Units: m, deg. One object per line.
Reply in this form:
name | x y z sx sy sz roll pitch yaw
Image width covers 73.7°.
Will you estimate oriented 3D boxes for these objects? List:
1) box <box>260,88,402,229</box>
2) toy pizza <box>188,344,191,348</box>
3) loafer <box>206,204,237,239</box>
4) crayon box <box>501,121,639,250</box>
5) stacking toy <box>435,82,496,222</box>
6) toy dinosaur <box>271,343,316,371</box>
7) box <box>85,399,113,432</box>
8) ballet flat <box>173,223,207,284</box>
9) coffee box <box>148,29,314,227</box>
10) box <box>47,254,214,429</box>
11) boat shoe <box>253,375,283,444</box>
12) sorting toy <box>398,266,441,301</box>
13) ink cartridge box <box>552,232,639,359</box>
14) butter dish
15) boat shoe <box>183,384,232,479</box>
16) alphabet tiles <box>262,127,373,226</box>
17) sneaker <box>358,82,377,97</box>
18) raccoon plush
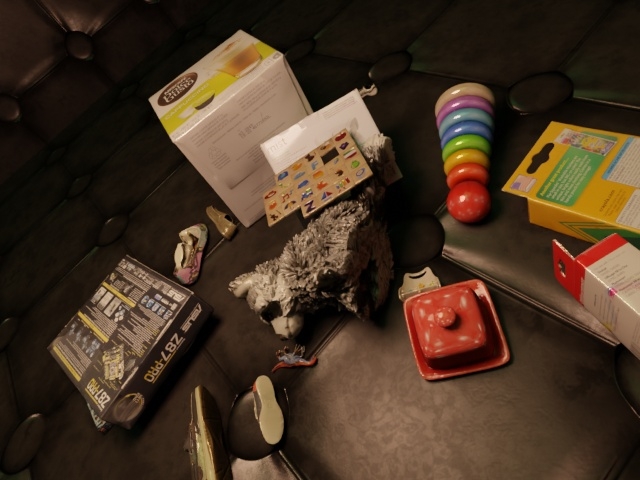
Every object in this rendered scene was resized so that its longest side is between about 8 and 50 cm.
box | 0.028 -0.188 1.030 0.261 0.127 0.231 -29 90 8
toy pizza | -0.373 0.229 1.084 0.201 0.032 0.202 -19 46 21
loafer | -0.285 -0.058 1.249 0.050 0.056 0.148 -39 56 -4
crayon box | 0.535 -0.093 0.776 0.322 0.083 0.203 29 73 41
stacking toy | 0.329 -0.185 0.951 0.141 0.141 0.331 -7 60 25
toy dinosaur | -0.049 0.250 0.892 0.082 0.047 0.090 25 103 31
box | -0.523 0.389 1.052 0.094 0.027 0.137 -48 47 -13
ballet flat | -0.373 0.020 1.218 0.076 0.079 0.222 -17 49 19
coffee box | -0.220 -0.321 1.215 0.337 0.338 0.334 -38 45 -2
box | -0.487 0.225 1.073 0.394 0.097 0.318 15 63 42
boat shoe | -0.107 0.337 0.842 0.043 0.049 0.137 -63 36 36
sorting toy | 0.200 0.088 0.861 0.083 0.045 0.075 -19 40 18
ink cartridge box | 0.463 0.086 0.641 0.077 0.134 0.231 -33 46 4
butter dish | 0.222 0.143 0.736 0.159 0.118 0.160 -19 60 18
boat shoe | -0.235 0.397 0.842 0.073 0.080 0.224 -29 50 0
alphabet tiles | -0.020 -0.126 0.900 0.237 0.009 0.198 -32 40 12
sneaker | 0.136 -0.471 1.335 0.083 0.037 0.032 -6 55 28
raccoon plush | 0.000 0.000 0.939 0.298 0.216 0.447 -2 53 35
